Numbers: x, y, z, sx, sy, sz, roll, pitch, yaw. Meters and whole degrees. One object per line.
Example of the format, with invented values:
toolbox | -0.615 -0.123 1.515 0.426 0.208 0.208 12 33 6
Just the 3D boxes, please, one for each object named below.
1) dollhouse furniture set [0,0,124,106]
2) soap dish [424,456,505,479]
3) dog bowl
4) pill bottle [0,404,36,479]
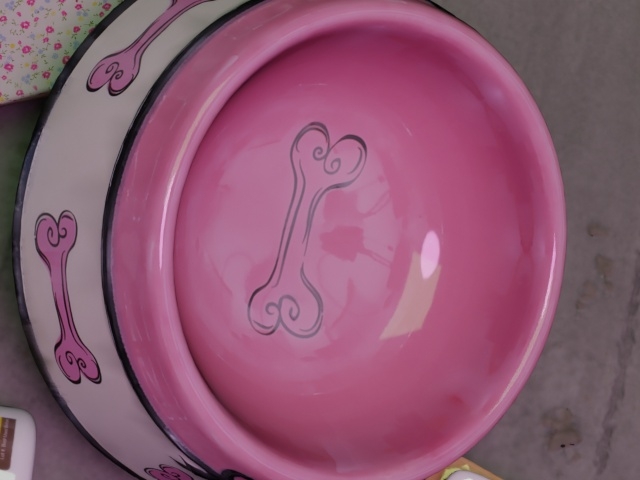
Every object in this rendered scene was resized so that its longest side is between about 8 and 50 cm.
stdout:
dollhouse furniture set | -0.254 -0.202 1.336 0.303 0.174 0.355 -13 81 8
soap dish | 0.159 0.321 1.332 0.291 0.118 0.229 29 70 3
dog bowl | 0.000 0.000 1.299 0.408 0.150 0.408 -4 98 -31
pill bottle | -0.310 0.160 1.282 0.215 0.117 0.117 10 71 -11
